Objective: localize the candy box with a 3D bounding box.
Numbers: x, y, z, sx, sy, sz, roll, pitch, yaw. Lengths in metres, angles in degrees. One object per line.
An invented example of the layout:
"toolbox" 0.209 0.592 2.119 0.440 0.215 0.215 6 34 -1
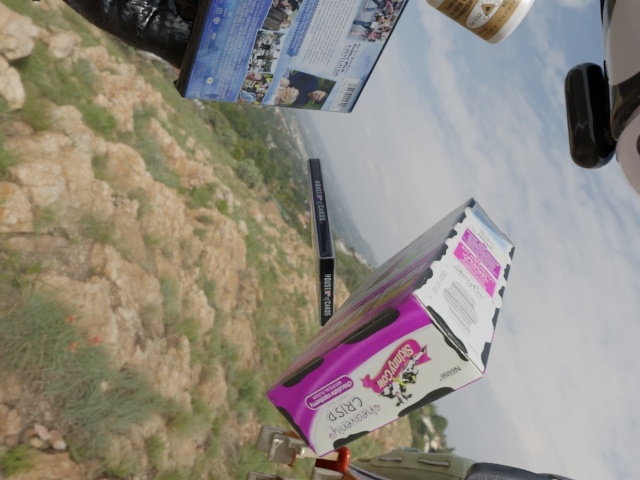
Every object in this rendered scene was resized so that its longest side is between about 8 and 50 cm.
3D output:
"candy box" 0.075 0.062 0.430 0.071 0.159 0.233 50 33 1

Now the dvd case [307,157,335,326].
"dvd case" 0.000 0.000 0.849 0.179 0.030 0.238 89 -3 -47

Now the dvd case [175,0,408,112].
"dvd case" -0.020 -0.230 0.544 0.253 0.180 0.022 -8 49 -41

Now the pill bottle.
"pill bottle" 0.264 -0.472 0.893 0.229 0.131 0.131 27 14 -10

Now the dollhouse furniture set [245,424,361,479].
"dollhouse furniture set" -0.010 0.415 0.691 0.262 0.135 0.259 -9 -117 64

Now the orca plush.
"orca plush" -0.163 -0.271 0.549 0.287 0.151 0.102 29 -20 -16

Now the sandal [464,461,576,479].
"sandal" 0.274 0.295 0.509 0.054 0.255 0.097 -46 149 -67

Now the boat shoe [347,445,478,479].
"boat shoe" 0.134 0.366 0.747 0.109 0.094 0.302 36 -28 -17

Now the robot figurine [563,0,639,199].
"robot figurine" 0.305 -0.145 0.362 0.209 0.174 0.278 76 20 -70
